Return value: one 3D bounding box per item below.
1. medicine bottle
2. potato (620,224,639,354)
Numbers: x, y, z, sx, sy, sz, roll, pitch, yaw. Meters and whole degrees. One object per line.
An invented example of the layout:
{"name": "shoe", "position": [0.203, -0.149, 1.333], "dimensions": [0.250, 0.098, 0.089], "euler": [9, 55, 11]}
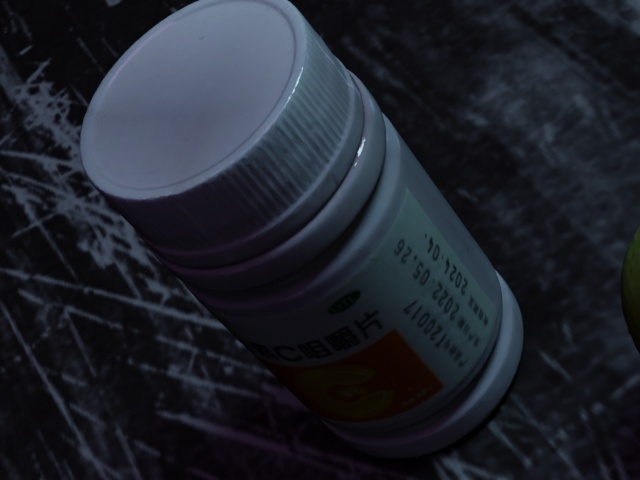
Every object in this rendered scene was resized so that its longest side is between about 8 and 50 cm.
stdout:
{"name": "medicine bottle", "position": [0.000, 0.000, 0.719], "dimensions": [0.133, 0.249, 0.133], "euler": [-18, 47, 20]}
{"name": "potato", "position": [0.247, 0.029, 0.596], "dimensions": [0.251, 0.159, 0.174], "euler": [34, 102, 37]}
